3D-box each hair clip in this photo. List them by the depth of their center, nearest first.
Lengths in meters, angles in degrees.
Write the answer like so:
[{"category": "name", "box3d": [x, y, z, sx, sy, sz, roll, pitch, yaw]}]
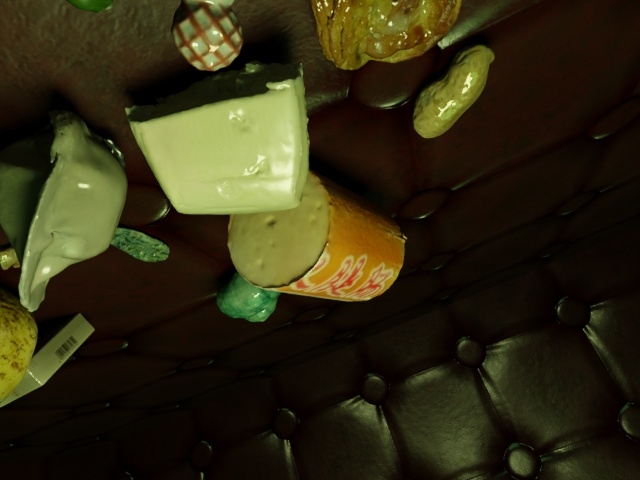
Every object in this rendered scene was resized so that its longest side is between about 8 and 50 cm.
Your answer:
[{"category": "hair clip", "box3d": [-0.365, 0.001, 0.834, 0.066, 0.036, 0.229, -21, 161, 12]}]

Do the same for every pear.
[{"category": "pear", "box3d": [-0.659, 0.190, 0.789, 0.271, 0.271, 0.271, -16, 155, -8]}]

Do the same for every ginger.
[{"category": "ginger", "box3d": [-0.526, 0.022, 0.767, 0.097, 0.030, 0.048, -39, 177, 39]}]

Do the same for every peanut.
[{"category": "peanut", "box3d": [0.210, -0.241, 0.731, 0.080, 0.080, 0.174, -1, 146, -35]}]

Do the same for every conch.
[{"category": "conch", "box3d": [-0.162, 0.129, 1.122, 0.196, 0.134, 0.202, -14, 153, -10]}]

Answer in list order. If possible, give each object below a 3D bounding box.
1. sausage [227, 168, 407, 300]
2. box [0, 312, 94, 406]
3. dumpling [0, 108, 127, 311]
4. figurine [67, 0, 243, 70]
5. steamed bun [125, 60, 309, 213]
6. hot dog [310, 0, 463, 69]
[{"category": "sausage", "box3d": [0.000, 0.000, 0.874, 0.233, 0.233, 0.287, -33, 151, 25]}, {"category": "box", "box3d": [-0.621, 0.260, 1.002, 0.141, 0.201, 0.058, -27, 109, 17]}, {"category": "dumpling", "box3d": [-0.336, -0.031, 0.599, 0.163, 0.204, 0.293, -11, 147, -45]}, {"category": "figurine", "box3d": [-0.137, -0.267, 0.327, 0.370, 0.167, 0.281, -13, 119, 5]}, {"category": "steamed bun", "box3d": [-0.128, -0.141, 0.614, 0.226, 0.170, 0.199, -3, 122, 1]}, {"category": "hot dog", "box3d": [0.071, -0.280, 0.498, 0.175, 0.114, 0.259, -19, 154, 1]}]
